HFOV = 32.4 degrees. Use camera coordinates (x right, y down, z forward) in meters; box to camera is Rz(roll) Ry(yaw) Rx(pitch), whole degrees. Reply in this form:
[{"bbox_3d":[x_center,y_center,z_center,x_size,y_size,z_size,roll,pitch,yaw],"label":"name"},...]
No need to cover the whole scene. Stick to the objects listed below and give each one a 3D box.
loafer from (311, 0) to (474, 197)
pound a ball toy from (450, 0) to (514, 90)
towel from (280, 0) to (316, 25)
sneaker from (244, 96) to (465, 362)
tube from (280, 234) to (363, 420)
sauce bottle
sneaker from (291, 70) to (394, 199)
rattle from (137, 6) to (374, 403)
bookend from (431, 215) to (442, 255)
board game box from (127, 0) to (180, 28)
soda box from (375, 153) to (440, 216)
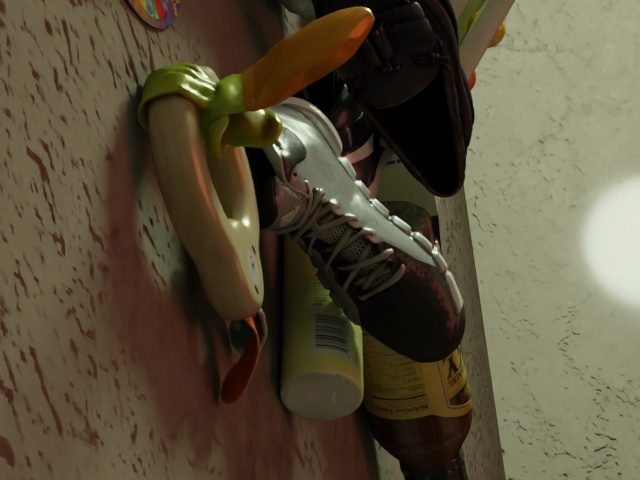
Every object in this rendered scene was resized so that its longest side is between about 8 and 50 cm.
[{"bbox_3d":[0.078,-0.140,0.968,0.302,0.109,0.095,48,32,-57],"label":"loafer"},{"bbox_3d":[0.183,-0.267,1.471,0.319,0.135,0.208,-62,-163,23],"label":"pound a ball toy"},{"bbox_3d":[-0.049,-0.380,0.912,0.374,0.090,0.321,31,51,-74],"label":"towel"},{"bbox_3d":[0.000,0.000,0.758,0.229,0.086,0.132,52,23,11],"label":"sneaker"},{"bbox_3d":[0.002,0.029,0.876,0.070,0.062,0.240,84,4,-47],"label":"tube"},{"bbox_3d":[0.089,0.132,1.080,0.111,0.111,0.344,-77,155,-62],"label":"sauce bottle"},{"bbox_3d":[0.023,-0.123,1.052,0.217,0.079,0.121,-79,155,-59],"label":"sneaker"},{"bbox_3d":[-0.018,-0.017,0.646,0.130,0.142,0.200,-163,-125,-83],"label":"rattle"},{"bbox_3d":[0.098,-0.041,1.355,0.156,0.072,0.157,61,23,-55],"label":"bookend"},{"bbox_3d":[-0.099,-0.214,0.661,0.133,0.033,0.169,5,76,-78],"label":"board game box"},{"bbox_3d":[0.060,-0.164,1.218,0.091,0.098,0.286,-67,145,-69],"label":"soda box"}]
